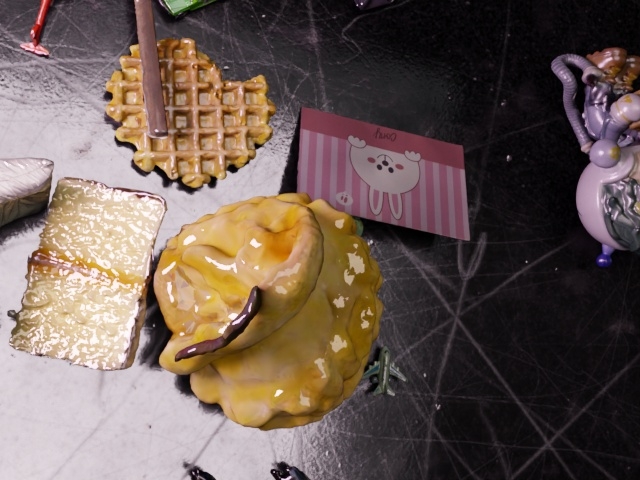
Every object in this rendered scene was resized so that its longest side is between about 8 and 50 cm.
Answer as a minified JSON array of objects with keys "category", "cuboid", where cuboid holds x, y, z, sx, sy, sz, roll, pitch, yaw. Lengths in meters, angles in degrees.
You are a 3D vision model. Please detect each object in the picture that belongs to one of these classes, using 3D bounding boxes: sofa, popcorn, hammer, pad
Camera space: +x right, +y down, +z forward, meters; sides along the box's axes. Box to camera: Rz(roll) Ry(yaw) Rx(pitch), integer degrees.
[{"category":"sofa","cuboid":[-0.445,0.016,1.191,0.176,0.210,0.225,-5,81,-20]},{"category":"popcorn","cuboid":[-0.076,0.097,1.220,0.349,0.382,0.348,0,88,8]},{"category":"hammer","cuboid":[-0.260,-0.294,1.327,0.125,0.027,0.297,-7,77,-2]},{"category":"pad","cuboid":[0.106,-0.111,1.445,0.300,0.005,0.202,12,56,-16]}]

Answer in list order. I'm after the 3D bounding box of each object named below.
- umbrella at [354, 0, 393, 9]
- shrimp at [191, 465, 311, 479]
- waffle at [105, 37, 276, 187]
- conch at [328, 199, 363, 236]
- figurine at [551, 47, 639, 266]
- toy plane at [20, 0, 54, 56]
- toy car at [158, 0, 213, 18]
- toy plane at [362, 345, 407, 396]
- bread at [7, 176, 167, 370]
[{"category":"umbrella","cuboid":[0.133,-0.471,1.493,0.273,0.122,0.110,-13,44,-15]},{"category":"shrimp","cuboid":[-0.068,0.422,1.330,0.178,0.075,0.289,-39,95,-26]},{"category":"waffle","cuboid":[-0.203,-0.212,1.374,0.249,0.056,0.253,-36,93,-18]},{"category":"conch","cuboid":[0.000,0.000,1.407,0.106,0.079,0.170,29,82,4]},{"category":"figurine","cuboid":[0.544,-0.147,1.543,0.261,0.186,0.381,8,74,-28]},{"category":"toy plane","cuboid":[-0.414,-0.386,1.324,0.126,0.077,0.194,36,83,-2]},{"category":"toy car","cuboid":[-0.182,-0.416,1.403,0.165,0.062,0.071,-30,93,-19]},{"category":"toy plane","cuboid":[0.102,0.213,1.430,0.080,0.033,0.083,6,74,-16]},{"category":"bread","cuboid":[-0.315,0.049,1.265,0.178,0.142,0.265,11,83,16]}]
